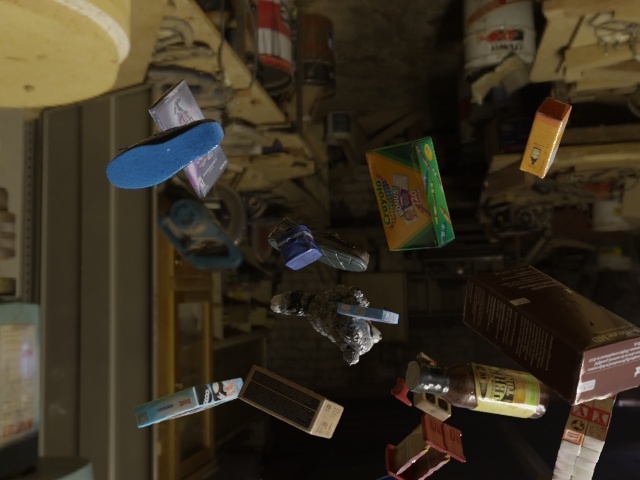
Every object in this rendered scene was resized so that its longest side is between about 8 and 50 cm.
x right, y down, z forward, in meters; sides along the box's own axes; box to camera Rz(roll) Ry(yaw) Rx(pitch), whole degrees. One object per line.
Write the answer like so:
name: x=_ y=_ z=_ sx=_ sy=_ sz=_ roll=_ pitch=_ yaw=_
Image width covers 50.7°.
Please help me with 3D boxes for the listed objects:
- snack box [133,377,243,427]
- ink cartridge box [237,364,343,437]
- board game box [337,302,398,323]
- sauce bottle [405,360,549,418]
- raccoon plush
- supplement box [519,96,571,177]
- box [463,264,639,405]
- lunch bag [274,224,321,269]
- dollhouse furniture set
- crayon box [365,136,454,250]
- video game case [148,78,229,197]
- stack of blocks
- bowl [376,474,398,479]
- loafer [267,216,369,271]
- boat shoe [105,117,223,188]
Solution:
snack box: x=-0.360 y=0.455 z=1.916 sx=0.187 sy=0.060 sz=0.322 roll=-21 pitch=168 yaw=14
ink cartridge box: x=-0.064 y=0.384 z=1.596 sx=0.193 sy=0.088 sz=0.235 roll=22 pitch=168 yaw=18
board game box: x=0.166 y=0.253 z=2.333 sx=0.160 sy=0.039 sz=0.211 roll=7 pitch=172 yaw=21
sauce bottle: x=0.368 y=0.345 z=1.584 sx=0.344 sy=0.111 sz=0.111 roll=11 pitch=170 yaw=-18
raccoon plush: x=0.010 y=0.339 z=2.586 sx=0.446 sy=0.216 sz=0.299 roll=-8 pitch=-156 yaw=13
supplement box: x=0.629 y=-0.285 z=1.897 sx=0.078 sy=0.080 sz=0.233 roll=27 pitch=148 yaw=20
box: x=0.509 y=0.196 z=1.514 sx=0.191 sy=0.143 sz=0.381 roll=-8 pitch=-155 yaw=-24
lunch bag: x=-0.046 y=0.010 z=1.303 sx=0.067 sy=0.065 sz=0.098 roll=-29 pitch=164 yaw=5
dollhouse furniture set: x=0.327 y=0.575 z=2.166 sx=0.152 sy=0.374 sz=0.201 roll=31 pitch=122 yaw=-16
crayon box: x=0.234 y=-0.119 z=1.773 sx=0.165 sy=0.278 sz=0.081 roll=-6 pitch=-167 yaw=46
video game case: x=-0.352 y=-0.280 z=1.848 sx=0.026 sy=0.274 sz=0.196 roll=-13 pitch=-150 yaw=24
stack of blocks: x=0.647 y=0.503 z=1.678 sx=0.087 sy=0.297 sz=0.171 roll=16 pitch=-135 yaw=23
bowl: x=0.146 y=0.930 z=2.191 sx=0.391 sy=0.077 sz=0.391 roll=-39 pitch=-179 yaw=1
loafer: x=0.000 y=0.000 z=1.590 sx=0.267 sy=0.084 sz=0.096 roll=14 pitch=155 yaw=29
boat shoe: x=-0.327 y=-0.182 z=1.442 sx=0.258 sy=0.109 sz=0.089 roll=-19 pitch=-155 yaw=-4
